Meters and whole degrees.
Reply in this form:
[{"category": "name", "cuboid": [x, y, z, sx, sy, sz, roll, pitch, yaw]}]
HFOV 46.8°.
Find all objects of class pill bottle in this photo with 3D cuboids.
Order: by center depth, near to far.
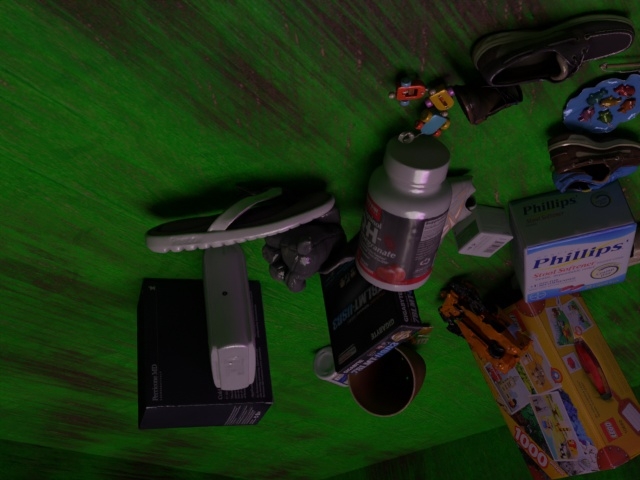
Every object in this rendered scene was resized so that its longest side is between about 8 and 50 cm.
[{"category": "pill bottle", "cuboid": [0.179, -0.060, 1.565, 0.176, 0.176, 0.319, -2, 132, -11]}, {"category": "pill bottle", "cuboid": [0.069, 0.429, 2.480, 0.112, 0.112, 0.186, -24, 147, 25]}]

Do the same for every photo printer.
[{"category": "photo printer", "cuboid": [-0.218, 0.165, 1.750, 0.107, 0.308, 0.256, -5, 147, -9]}]

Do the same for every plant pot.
[{"category": "plant pot", "cuboid": [0.252, 0.439, 2.460, 0.237, 0.237, 0.254, -26, 168, 27]}]

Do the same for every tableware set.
[{"category": "tableware set", "cuboid": [0.309, 0.304, 2.424, 0.104, 0.024, 0.154, -2, 151, -6]}]

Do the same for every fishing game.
[{"category": "fishing game", "cuboid": [0.588, -0.266, 1.500, 0.189, 0.041, 0.264, -3, 152, -12]}]

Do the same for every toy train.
[{"category": "toy train", "cuboid": [0.189, -0.258, 1.403, 0.125, 0.046, 0.166, -9, 147, 2]}]

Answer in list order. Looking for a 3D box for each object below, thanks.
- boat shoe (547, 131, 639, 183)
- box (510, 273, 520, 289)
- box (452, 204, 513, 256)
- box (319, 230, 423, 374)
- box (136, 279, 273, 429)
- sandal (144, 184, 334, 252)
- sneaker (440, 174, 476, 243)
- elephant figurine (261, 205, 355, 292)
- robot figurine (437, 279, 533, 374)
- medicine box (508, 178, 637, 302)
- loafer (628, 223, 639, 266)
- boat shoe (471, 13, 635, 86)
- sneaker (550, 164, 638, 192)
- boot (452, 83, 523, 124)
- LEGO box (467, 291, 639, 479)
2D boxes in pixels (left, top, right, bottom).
[{"category": "boat shoe", "cuboid": [0.597, -0.166, 1.590, 0.257, 0.095, 0.095, 1, 165, -21]}, {"category": "box", "cuboid": [0.644, 0.079, 2.112, 0.145, 0.038, 0.186, -2, 151, -11]}, {"category": "box", "cuboid": [0.395, -0.024, 1.816, 0.101, 0.087, 0.101, 8, 146, -26]}, {"category": "box", "cuboid": [0.112, 0.140, 1.813, 0.073, 0.293, 0.295, 9, 146, -28]}, {"category": "box", "cuboid": [-0.308, 0.291, 1.910, 0.312, 0.343, 0.179, 3, 149, -19]}, {"category": "sandal", "cuboid": [-0.174, -0.062, 1.569, 0.416, 0.169, 0.102, -14, 109, -4]}, {"category": "sneaker", "cuboid": [0.301, -0.059, 1.727, 0.121, 0.099, 0.262, -11, 152, -6]}, {"category": "elephant figurine", "cuboid": [0.000, 0.000, 1.662, 0.239, 0.186, 0.169, -22, 128, -34]}, {"category": "robot figurine", "cuboid": [0.462, 0.239, 2.132, 0.085, 0.291, 0.211, -29, 153, -30]}, {"category": "medicine box", "cuboid": [0.622, 0.006, 1.856, 0.263, 0.149, 0.289, -14, 147, 8]}, {"category": "loafer", "cuboid": [0.866, 0.006, 1.982, 0.092, 0.102, 0.268, 14, 144, -44]}, {"category": "boat shoe", "cuboid": [0.415, -0.323, 1.300, 0.285, 0.092, 0.103, -8, 150, -1]}, {"category": "sneaker", "cuboid": [0.630, -0.143, 1.684, 0.209, 0.082, 0.069, -6, 148, -8]}, {"category": "boot", "cuboid": [0.305, -0.265, 1.337, 0.106, 0.082, 0.219, -27, 179, 18]}, {"category": "LEGO box", "cuboid": [0.686, 0.419, 2.179, 0.193, 0.500, 0.372, -17, 164, -26]}]
